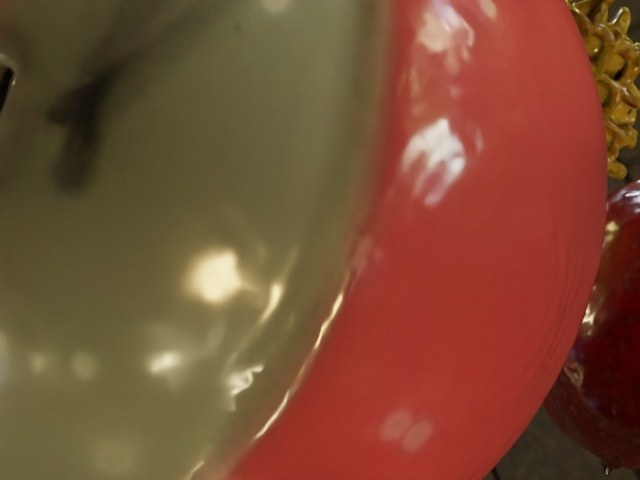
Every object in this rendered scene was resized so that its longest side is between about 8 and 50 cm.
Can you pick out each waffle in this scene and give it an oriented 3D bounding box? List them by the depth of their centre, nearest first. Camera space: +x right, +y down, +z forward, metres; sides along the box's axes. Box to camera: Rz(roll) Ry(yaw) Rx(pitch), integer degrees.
[{"bbox_3d":[0.277,-0.167,1.992,0.260,0.293,0.069,-10,24,-14],"label":"waffle"}]

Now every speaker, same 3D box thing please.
[{"bbox_3d":[-0.038,-0.017,0.603,0.294,0.294,0.294,-12,50,15],"label":"speaker"}]

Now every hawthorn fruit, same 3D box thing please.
[{"bbox_3d":[0.326,0.067,1.474,0.265,0.265,0.307,11,85,31],"label":"hawthorn fruit"}]
